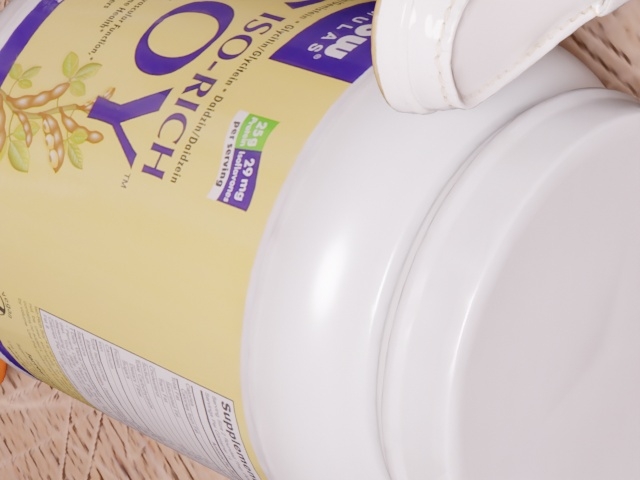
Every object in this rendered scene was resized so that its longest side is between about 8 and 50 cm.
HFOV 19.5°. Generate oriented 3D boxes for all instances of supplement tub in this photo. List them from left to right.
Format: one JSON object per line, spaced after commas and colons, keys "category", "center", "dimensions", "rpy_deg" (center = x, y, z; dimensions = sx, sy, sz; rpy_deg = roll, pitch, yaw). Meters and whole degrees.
{"category": "supplement tub", "center": [0.000, 0.000, 0.881], "dimensions": [0.331, 0.241, 0.241], "rpy_deg": [20, 111, 40]}

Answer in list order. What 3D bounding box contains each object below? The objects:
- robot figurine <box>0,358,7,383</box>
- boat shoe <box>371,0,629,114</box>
{"category": "robot figurine", "center": [-0.237, -0.011, 1.187], "dimensions": [0.128, 0.158, 0.219], "rpy_deg": [9, 109, 0]}
{"category": "boat shoe", "center": [0.129, -0.146, 0.733], "dimensions": [0.096, 0.277, 0.098], "rpy_deg": [29, 158, 29]}
